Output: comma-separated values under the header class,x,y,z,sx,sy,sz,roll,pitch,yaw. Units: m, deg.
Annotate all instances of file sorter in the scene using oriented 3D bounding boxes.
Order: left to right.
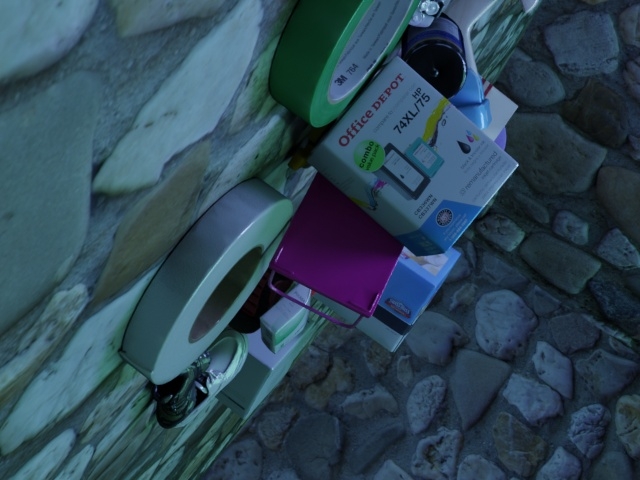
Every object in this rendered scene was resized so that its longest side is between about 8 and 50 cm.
class,x,y,z,sx,sy,sz,roll,pitch,yaw
file sorter,0.047,-0.006,1.691,0.291,0.202,0.182,-63,180,-20

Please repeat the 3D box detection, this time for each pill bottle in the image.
class,x,y,z,sx,sy,sz,roll,pitch,yaw
pill bottle,0.215,-0.360,1.709,0.219,0.122,0.123,-82,-162,-57

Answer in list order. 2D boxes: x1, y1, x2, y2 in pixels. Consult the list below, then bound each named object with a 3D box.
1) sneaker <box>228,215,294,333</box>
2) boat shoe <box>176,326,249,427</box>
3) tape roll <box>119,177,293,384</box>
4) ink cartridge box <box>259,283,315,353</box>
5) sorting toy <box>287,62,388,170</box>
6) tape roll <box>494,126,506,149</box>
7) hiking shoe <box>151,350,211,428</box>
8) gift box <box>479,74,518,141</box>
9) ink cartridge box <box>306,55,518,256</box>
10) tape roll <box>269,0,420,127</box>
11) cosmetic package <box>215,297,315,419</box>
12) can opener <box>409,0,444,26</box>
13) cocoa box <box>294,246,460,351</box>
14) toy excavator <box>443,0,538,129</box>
class,x,y,z,sx,sy,sz,roll,pitch,yaw
sneaker,-0.097,0.050,1.887,0.314,0.116,0.136,-51,-176,23
boat shoe,-0.258,0.303,1.965,0.267,0.096,0.088,-47,177,6
tape roll,-0.187,0.072,1.523,0.392,0.072,0.392,-53,172,-11
ink cartridge box,-0.031,0.132,1.890,0.224,0.056,0.181,-39,166,-15
sorting toy,0.037,-0.236,1.683,0.229,0.041,0.307,-55,171,29
tape roll,0.372,-0.282,2.490,0.275,0.274,0.090,-52,170,-18
hiking shoe,-0.303,0.298,1.784,0.114,0.086,0.227,-22,143,-50
gift box,0.303,-0.284,2.223,0.258,0.255,0.276,-53,177,-20
ink cartridge box,0.146,-0.134,1.512,0.198,0.270,0.197,-50,-176,-7
tape roll,0.050,-0.318,1.298,0.321,0.077,0.321,-53,172,-11
cosmetic package,-0.156,0.299,2.318,0.224,0.138,0.225,-44,168,-50
can opener,0.222,-0.506,1.583,0.280,0.074,0.093,-58,-155,31
cocoa box,0.126,0.055,2.208,0.228,0.347,0.231,-60,170,29
toy excavator,0.271,-0.346,1.897,0.222,0.432,0.445,-46,126,-69
